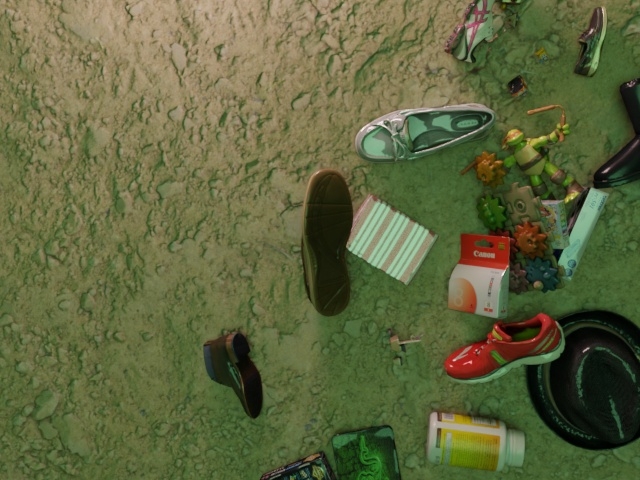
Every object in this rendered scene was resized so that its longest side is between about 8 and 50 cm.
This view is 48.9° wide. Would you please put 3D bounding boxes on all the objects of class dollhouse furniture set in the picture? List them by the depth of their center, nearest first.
[{"bbox_3d":[0.206,0.252,1.635,0.081,0.114,0.090,-9,91,4],"label":"dollhouse furniture set"}]

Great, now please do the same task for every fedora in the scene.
[{"bbox_3d":[0.622,0.327,1.563,0.334,0.152,0.333,1,95,8],"label":"fedora"}]

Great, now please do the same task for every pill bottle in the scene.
[{"bbox_3d":[0.357,0.468,1.629,0.215,0.117,0.117,5,95,8],"label":"pill bottle"}]

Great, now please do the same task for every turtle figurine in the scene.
[{"bbox_3d":[0.469,-0.165,1.577,0.270,0.087,0.217,-35,93,31],"label":"turtle figurine"}]

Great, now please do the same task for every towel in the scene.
[{"bbox_3d":[0.163,-0.001,1.663,0.197,0.029,0.144,32,98,2],"label":"towel"}]

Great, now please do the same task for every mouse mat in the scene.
[{"bbox_3d":[0.115,0.552,1.701,0.153,0.007,0.189,-10,89,-5],"label":"mouse mat"}]

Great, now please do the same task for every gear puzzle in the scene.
[{"bbox_3d":[0.417,-0.037,1.551,0.044,0.175,0.338,-24,97,-32],"label":"gear puzzle"}]

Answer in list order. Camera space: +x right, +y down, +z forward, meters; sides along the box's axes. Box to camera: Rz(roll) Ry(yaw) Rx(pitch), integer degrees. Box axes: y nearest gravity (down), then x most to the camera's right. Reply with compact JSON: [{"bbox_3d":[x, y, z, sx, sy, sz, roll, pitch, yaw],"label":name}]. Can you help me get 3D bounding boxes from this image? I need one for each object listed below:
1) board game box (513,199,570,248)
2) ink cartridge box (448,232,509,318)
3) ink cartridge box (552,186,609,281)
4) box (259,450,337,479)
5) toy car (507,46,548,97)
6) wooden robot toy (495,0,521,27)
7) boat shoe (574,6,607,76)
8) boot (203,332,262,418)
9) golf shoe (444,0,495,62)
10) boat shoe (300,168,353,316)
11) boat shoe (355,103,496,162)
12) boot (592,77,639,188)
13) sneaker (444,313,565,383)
[{"bbox_3d":[0.471,-0.037,1.558,0.154,0.026,0.103,3,110,52],"label":"board game box"},{"bbox_3d":[0.357,0.078,1.590,0.145,0.045,0.179,7,101,52],"label":"ink cartridge box"},{"bbox_3d":[0.570,-0.017,1.568,0.046,0.097,0.207,22,98,5],"label":"ink cartridge box"},{"bbox_3d":[-0.029,0.654,1.731,0.175,0.051,0.220,-25,91,9],"label":"box"},{"bbox_3d":[0.475,-0.368,1.575,0.041,0.060,0.122,36,108,-28],"label":"toy car"},{"bbox_3d":[0.408,-0.560,1.562,0.079,0.076,0.173,7,96,18],"label":"wooden robot toy"},{"bbox_3d":[0.595,-0.440,1.550,0.049,0.056,0.152,8,96,2],"label":"boat shoe"},{"bbox_3d":[-0.215,0.334,1.732,0.106,0.082,0.219,-9,98,30],"label":"boot"},{"bbox_3d":[0.356,-0.489,1.569,0.086,0.067,0.186,28,115,-2],"label":"golf shoe"},{"bbox_3d":[0.000,0.000,1.633,0.123,0.123,0.341,-11,106,-22],"label":"boat shoe"},{"bbox_3d":[0.234,-0.247,1.592,0.321,0.103,0.118,-8,94,8],"label":"boat shoe"},{"bbox_3d":[0.685,-0.242,1.533,0.247,0.094,0.207,-21,95,2],"label":"boot"},{"bbox_3d":[0.400,0.231,1.579,0.279,0.107,0.118,-24,125,18],"label":"sneaker"}]
